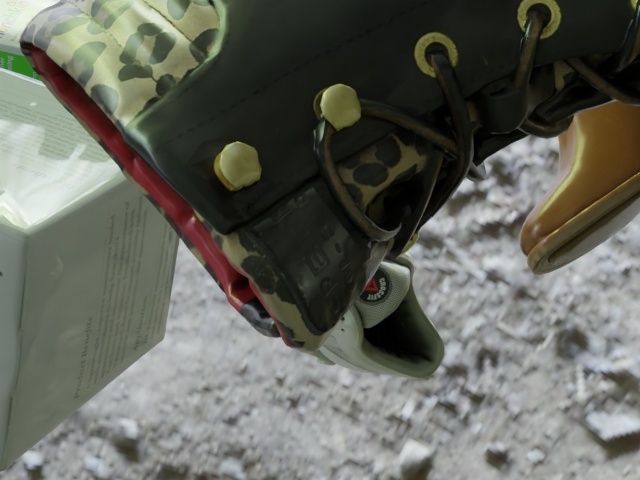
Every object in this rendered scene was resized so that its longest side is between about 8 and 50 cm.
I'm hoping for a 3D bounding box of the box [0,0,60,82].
[{"bbox_3d":[-0.271,-0.114,1.689,0.231,0.262,0.126,14,36,5],"label":"box"}]

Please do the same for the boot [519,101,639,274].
[{"bbox_3d":[0.195,-0.131,1.236,0.220,0.109,0.283,42,83,12],"label":"boot"}]

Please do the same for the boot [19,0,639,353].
[{"bbox_3d":[0.087,-0.065,0.557,0.284,0.138,0.377,-40,57,-10],"label":"boot"}]

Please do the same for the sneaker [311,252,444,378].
[{"bbox_3d":[0.000,0.000,1.267,0.146,0.330,0.122,18,68,46],"label":"sneaker"}]

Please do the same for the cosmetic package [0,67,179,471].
[{"bbox_3d":[-0.189,0.009,0.929,0.151,0.151,0.184,20,27,18],"label":"cosmetic package"}]
